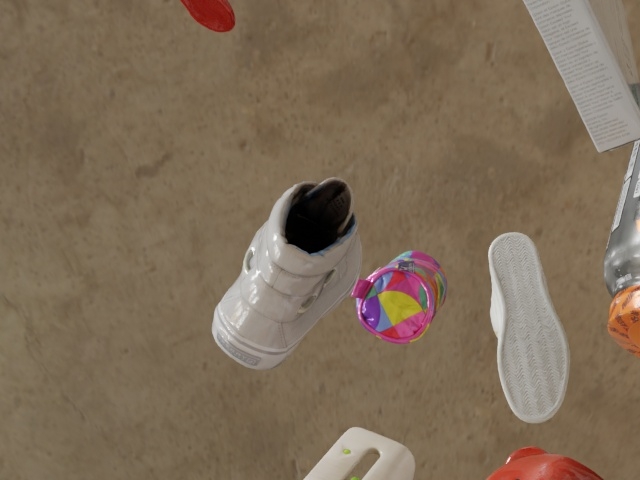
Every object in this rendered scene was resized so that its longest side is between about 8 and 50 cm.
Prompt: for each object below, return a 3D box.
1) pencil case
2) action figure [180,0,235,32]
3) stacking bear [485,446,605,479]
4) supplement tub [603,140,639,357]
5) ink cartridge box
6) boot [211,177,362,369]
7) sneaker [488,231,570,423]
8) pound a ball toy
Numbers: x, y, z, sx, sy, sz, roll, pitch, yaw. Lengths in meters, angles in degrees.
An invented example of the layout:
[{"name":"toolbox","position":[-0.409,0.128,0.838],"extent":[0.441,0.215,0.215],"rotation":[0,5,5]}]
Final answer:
[{"name":"pencil case","position":[0.106,0.067,1.511],"extent":[0.104,0.236,0.105],"rotation":[0,92,11]},{"name":"action figure","position":[-0.001,-0.198,0.685],"extent":[0.091,0.139,0.280],"rotation":[-28,34,28]},{"name":"stacking bear","position":[0.199,0.214,0.640],"extent":[0.289,0.164,0.175],"rotation":[27,79,34]},{"name":"supplement tub","position":[0.452,-0.030,1.387],"extent":[0.207,0.207,0.338],"rotation":[15,66,9]},{"name":"ink cartridge box","position":[0.264,-0.312,1.315],"extent":[0.071,0.330,0.324],"rotation":[-22,29,23]},{"name":"boot","position":[0.000,0.000,0.986],"extent":[0.095,0.123,0.258],"rotation":[32,29,0]},{"name":"sneaker","position":[0.316,0.153,1.800],"extent":[0.108,0.169,0.293],"rotation":[-7,64,8]},{"name":"pound a ball toy","position":[0.042,0.426,1.713],"extent":[0.135,0.208,0.319],"rotation":[20,31,22]}]
